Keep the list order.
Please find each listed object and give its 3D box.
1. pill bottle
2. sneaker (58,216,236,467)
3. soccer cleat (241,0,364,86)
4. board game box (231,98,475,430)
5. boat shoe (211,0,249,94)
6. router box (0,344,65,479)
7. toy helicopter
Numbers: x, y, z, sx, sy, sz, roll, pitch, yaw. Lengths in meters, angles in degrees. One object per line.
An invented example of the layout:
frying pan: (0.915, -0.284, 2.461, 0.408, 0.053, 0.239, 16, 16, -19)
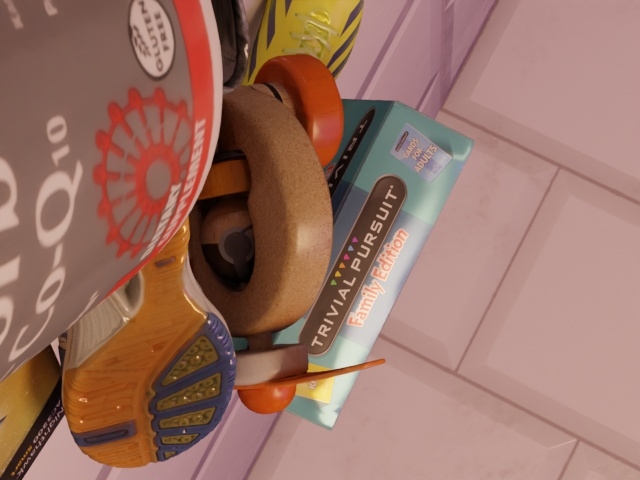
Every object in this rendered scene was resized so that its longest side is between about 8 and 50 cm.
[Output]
pill bottle: (-0.189, -0.011, 0.330, 0.363, 0.210, 0.210, -47, 161, -59)
sneaker: (-0.124, 0.018, 0.764, 0.131, 0.112, 0.296, -117, -160, -44)
soccer cleat: (-0.034, -0.142, 1.127, 0.121, 0.093, 0.289, -90, -155, -71)
board game box: (0.000, 0.000, 1.098, 0.253, 0.079, 0.336, -64, -167, 1)
boat shoe: (-0.089, -0.187, 0.636, 0.113, 0.105, 0.306, -54, 159, -32)
router box: (-0.278, 0.168, 0.732, 0.309, 0.081, 0.243, -59, 170, -23)
toy helicopter: (-0.077, 0.044, 0.896, 0.140, 0.235, 0.355, -12, 155, -33)
